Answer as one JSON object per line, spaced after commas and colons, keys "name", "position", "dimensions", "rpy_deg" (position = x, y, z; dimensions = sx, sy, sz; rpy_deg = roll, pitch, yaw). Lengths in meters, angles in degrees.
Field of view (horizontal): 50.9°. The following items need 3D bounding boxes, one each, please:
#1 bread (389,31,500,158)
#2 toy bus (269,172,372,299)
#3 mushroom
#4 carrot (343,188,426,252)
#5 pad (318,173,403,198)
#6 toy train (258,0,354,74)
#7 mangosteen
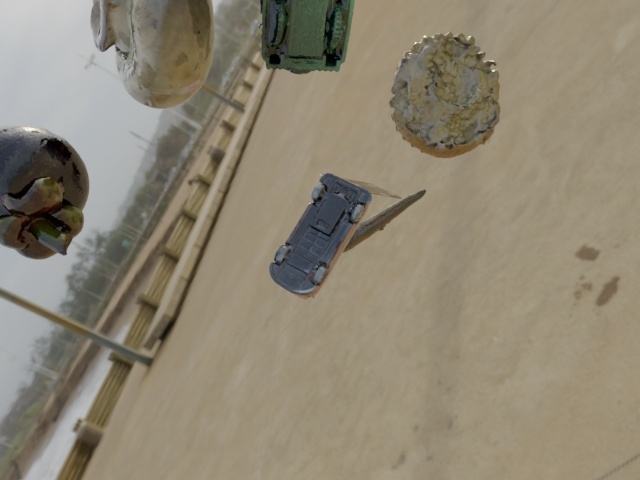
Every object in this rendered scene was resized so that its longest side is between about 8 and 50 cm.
{"name": "bread", "position": [0.269, -0.317, 1.488], "dimensions": [0.274, 0.274, 0.149], "rpy_deg": [-61, 17, 0]}
{"name": "toy bus", "position": [0.000, 0.000, 0.928], "dimensions": [0.174, 0.079, 0.077], "rpy_deg": [-60, -14, -13]}
{"name": "mushroom", "position": [-0.256, -0.325, 1.044], "dimensions": [0.255, 0.184, 0.255], "rpy_deg": [18, 112, 54]}
{"name": "carrot", "position": [0.114, -0.039, 1.376], "dimensions": [0.254, 0.049, 0.049], "rpy_deg": [-32, 28, 31]}
{"name": "pad", "position": [0.125, -0.162, 2.021], "dimensions": [0.158, 0.235, 0.003], "rpy_deg": [31, 108, 45]}
{"name": "toy train", "position": [-0.024, -0.415, 0.983], "dimensions": [0.178, 0.138, 0.330], "rpy_deg": [-107, 20, -54]}
{"name": "mangosteen", "position": [-0.434, -0.060, 0.998], "dimensions": [0.194, 0.194, 0.230], "rpy_deg": [-50, 56, 37]}
